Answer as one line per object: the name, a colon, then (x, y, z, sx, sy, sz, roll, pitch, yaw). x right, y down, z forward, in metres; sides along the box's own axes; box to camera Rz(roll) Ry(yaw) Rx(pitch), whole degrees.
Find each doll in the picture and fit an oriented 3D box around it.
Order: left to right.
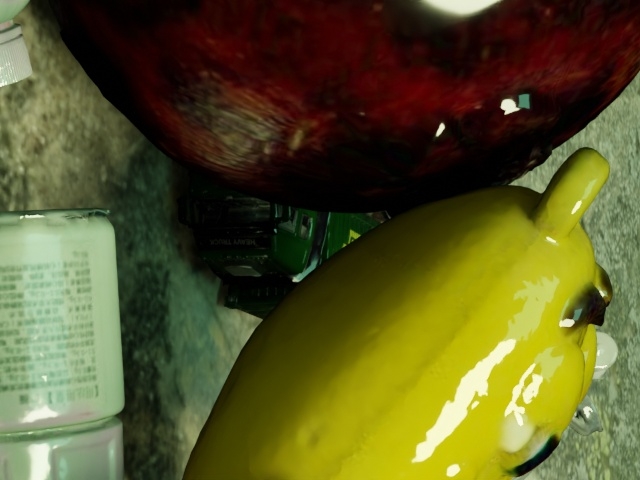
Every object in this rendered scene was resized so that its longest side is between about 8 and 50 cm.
doll: (-0.019, 0.147, 0.909, 0.161, 0.423, 0.348, 43, 54, 5)

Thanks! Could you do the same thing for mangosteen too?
mangosteen: (0.020, -0.209, 0.968, 0.381, 0.381, 0.421, 56, 13, -42)

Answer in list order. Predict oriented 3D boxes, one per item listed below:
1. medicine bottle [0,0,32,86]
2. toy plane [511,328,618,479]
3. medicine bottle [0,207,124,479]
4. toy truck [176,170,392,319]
medicine bottle: (-0.190, -0.139, 0.883, 0.055, 0.074, 0.118, -37, 120, -56)
toy plane: (0.116, 0.143, 1.274, 0.118, 0.252, 0.252, 55, 28, 12)
medicine bottle: (-0.164, 0.070, 0.852, 0.135, 0.135, 0.169, -5, 91, -60)
toy truck: (0.000, 0.000, 1.194, 0.259, 0.088, 0.121, 28, 63, -58)
